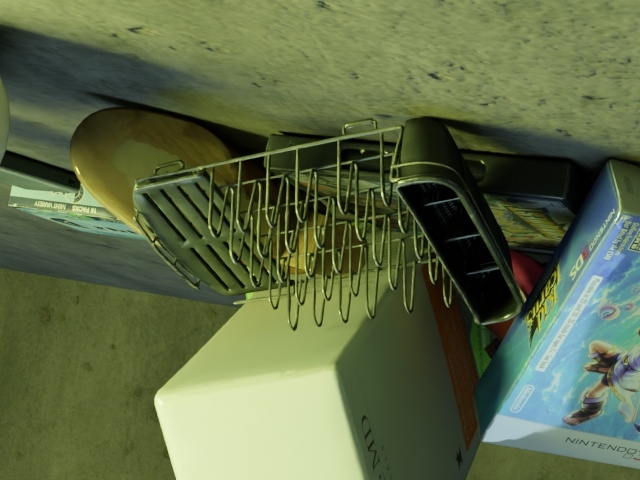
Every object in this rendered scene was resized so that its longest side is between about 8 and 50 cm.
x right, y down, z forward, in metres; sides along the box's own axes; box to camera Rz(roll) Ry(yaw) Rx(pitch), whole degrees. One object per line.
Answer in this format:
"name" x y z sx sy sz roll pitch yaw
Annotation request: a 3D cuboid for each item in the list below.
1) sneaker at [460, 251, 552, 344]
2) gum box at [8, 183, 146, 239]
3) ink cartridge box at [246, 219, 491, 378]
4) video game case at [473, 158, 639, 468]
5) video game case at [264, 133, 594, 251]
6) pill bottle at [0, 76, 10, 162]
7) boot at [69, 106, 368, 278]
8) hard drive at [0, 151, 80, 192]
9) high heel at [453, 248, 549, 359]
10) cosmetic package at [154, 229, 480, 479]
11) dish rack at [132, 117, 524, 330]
"sneaker" 0.227 0.100 1.680 0.293 0.169 0.108 7 171 19
"gum box" -0.262 -0.035 1.832 0.157 0.041 0.184 8 174 22
"ink cartridge box" 0.049 0.081 1.625 0.255 0.188 0.097 5 -162 37
"video game case" 0.281 0.076 1.161 0.244 0.061 0.269 11 134 -13
"video game case" 0.121 -0.033 1.265 0.248 0.035 0.275 8 173 24
"pill bottle" -0.309 -0.075 1.090 0.146 0.146 0.264 12 174 -16
"boot" -0.116 -0.040 1.319 0.295 0.104 0.211 23 177 -30
"hard drive" -0.344 -0.079 1.658 0.094 0.022 0.135 6 172 37
"high heel" 0.232 0.036 1.438 0.127 0.181 0.377 46 176 14
"cosmetic package" 0.024 0.152 1.362 0.162 0.230 0.453 -11 -167 18
"dish rack" 0.000 0.000 1.132 0.272 0.074 0.208 -9 145 19
